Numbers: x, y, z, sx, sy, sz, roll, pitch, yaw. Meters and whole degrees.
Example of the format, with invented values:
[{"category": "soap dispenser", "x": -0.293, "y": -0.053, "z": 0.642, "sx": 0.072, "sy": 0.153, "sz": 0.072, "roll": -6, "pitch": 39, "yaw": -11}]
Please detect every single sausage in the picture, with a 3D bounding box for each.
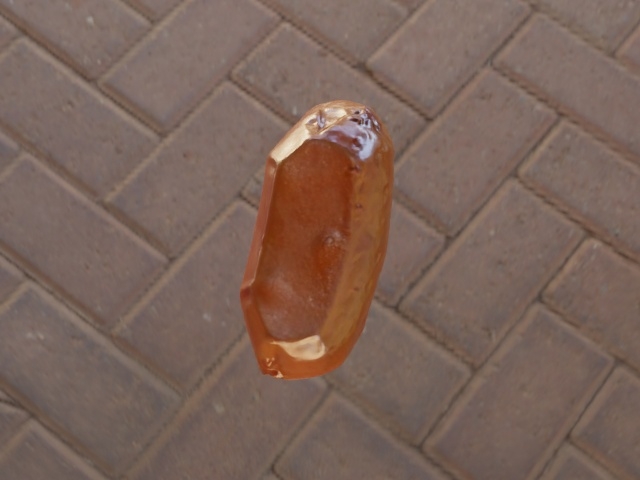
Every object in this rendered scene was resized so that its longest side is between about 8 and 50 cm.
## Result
[{"category": "sausage", "x": 0.001, "y": 0.000, "z": 1.102, "sx": 0.133, "sy": 0.133, "sz": 0.258, "roll": 11, "pitch": 91, "yaw": 5}]
